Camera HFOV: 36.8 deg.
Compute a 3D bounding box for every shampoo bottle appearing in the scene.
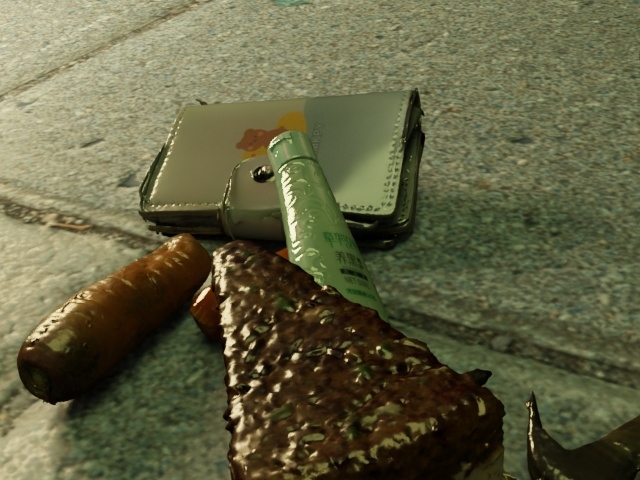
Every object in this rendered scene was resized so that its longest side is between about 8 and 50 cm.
[{"bbox_3d":[0.000,0.000,0.679,0.069,0.041,0.190,13,42,-34],"label":"shampoo bottle"}]

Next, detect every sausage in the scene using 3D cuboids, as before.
[{"bbox_3d":[-0.035,0.033,0.701,0.131,0.041,0.039,-24,53,-28],"label":"sausage"}]

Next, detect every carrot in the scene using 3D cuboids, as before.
[{"bbox_3d":[-0.140,0.049,0.682,0.060,0.060,0.186,11,32,26],"label":"carrot"}]

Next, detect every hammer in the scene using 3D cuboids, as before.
[{"bbox_3d":[0.246,0.085,0.580,0.297,0.027,0.125,-23,39,-27],"label":"hammer"}]

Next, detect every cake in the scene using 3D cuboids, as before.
[{"bbox_3d":[-0.025,0.096,0.526,0.135,0.112,0.246,-29,37,-29],"label":"cake"}]

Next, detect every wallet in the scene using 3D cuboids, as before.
[{"bbox_3d":[-0.030,-0.060,0.834,0.231,0.069,0.170,0,49,16],"label":"wallet"}]
